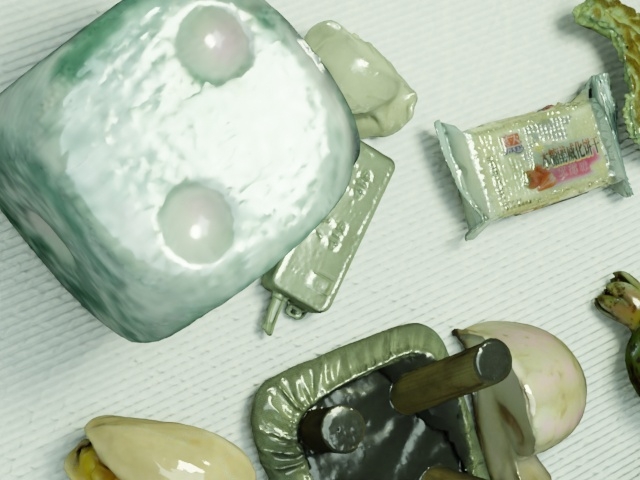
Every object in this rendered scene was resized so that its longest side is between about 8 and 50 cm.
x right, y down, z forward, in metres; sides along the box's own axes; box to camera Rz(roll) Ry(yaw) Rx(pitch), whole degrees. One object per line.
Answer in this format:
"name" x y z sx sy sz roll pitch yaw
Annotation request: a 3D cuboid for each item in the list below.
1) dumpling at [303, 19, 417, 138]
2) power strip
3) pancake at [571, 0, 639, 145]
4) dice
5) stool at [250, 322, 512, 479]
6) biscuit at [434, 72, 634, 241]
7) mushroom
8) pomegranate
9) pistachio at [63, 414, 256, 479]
"dumpling" 0.031 -0.204 1.830 0.134 0.100 0.169 -44 131 15
"power strip" 0.000 0.000 1.813 0.093 0.053 0.288 30 74 -18
"pancake" 0.479 -0.207 2.006 0.376 0.054 0.197 55 46 -17
"dice" -0.181 -0.105 1.594 0.348 0.328 0.330 -40 102 -21
"stool" 0.108 0.281 1.744 0.310 0.226 0.310 -21 95 -25
"biscuit" 0.304 -0.119 1.936 0.309 0.079 0.186 -15 92 -22
"mushroom" 0.312 0.217 1.867 0.173 0.162 0.236 -13 93 -22
"pomegranate" 0.505 0.139 1.958 0.248 0.202 0.202 34 71 15
"pistachio" -0.192 0.283 1.664 0.229 0.157 0.157 21 78 -14
